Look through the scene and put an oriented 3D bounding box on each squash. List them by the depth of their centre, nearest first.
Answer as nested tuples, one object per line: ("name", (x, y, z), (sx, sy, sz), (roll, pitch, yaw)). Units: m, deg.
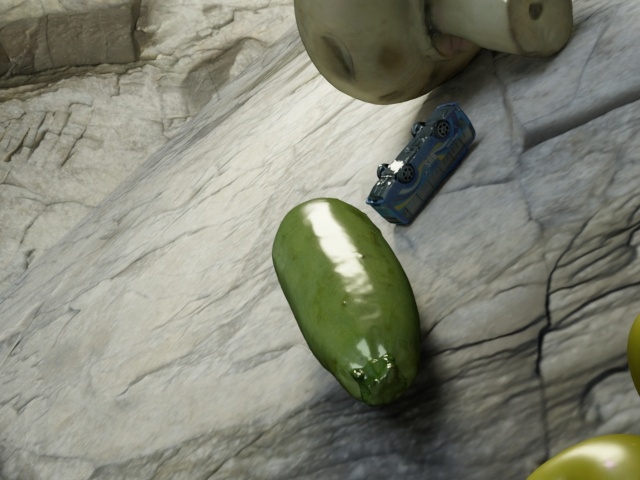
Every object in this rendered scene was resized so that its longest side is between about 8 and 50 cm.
("squash", (0.030, 0.053, 0.789), (0.118, 0.118, 0.370), (-41, 23, 5))

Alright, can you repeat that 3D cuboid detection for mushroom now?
("mushroom", (0.131, -0.358, 1.123), (0.353, 0.325, 0.353), (-18, 8, 3))

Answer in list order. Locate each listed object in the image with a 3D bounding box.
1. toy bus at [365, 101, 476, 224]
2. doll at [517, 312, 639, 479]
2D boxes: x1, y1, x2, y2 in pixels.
("toy bus", (0.115, -0.088, 0.986), (0.153, 0.061, 0.051), (-50, 22, -16))
("doll", (0.196, 0.073, 0.403), (0.221, 0.143, 0.135), (-49, 18, 3))
